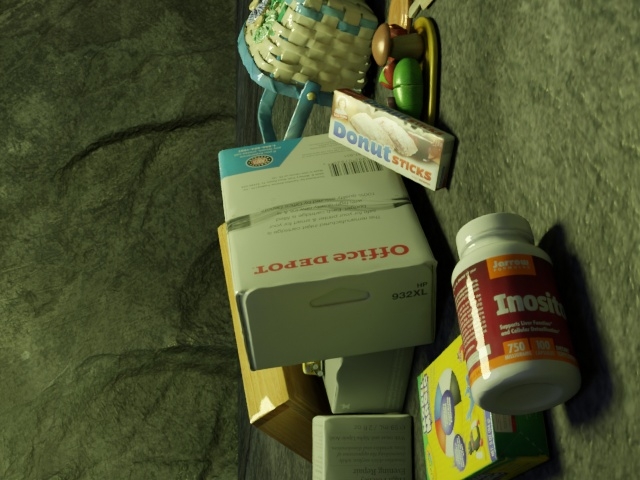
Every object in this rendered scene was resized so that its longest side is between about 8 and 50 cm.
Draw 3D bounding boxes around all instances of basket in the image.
[{"bbox_3d":[-0.035,-0.271,1.451,0.254,0.201,0.289,-107,32,-56],"label":"basket"}]

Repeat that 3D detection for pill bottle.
[{"bbox_3d":[0.153,0.057,0.751,0.086,0.086,0.152,108,160,-55],"label":"pill bottle"}]

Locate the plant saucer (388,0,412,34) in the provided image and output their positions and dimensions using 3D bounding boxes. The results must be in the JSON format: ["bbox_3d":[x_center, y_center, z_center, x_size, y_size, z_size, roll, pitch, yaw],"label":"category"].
[{"bbox_3d":[0.105,-0.300,1.235,0.083,0.013,0.083,-178,90,-78],"label":"plant saucer"}]

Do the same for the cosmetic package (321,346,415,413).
[{"bbox_3d":[0.048,0.114,1.248,0.238,0.107,0.127,-112,26,-58],"label":"cosmetic package"}]

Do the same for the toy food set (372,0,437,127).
[{"bbox_3d":[0.093,-0.205,1.134,0.128,0.071,0.217,-177,89,-79],"label":"toy food set"}]

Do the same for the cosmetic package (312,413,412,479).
[{"bbox_3d":[0.051,0.334,1.151,0.085,0.117,0.231,133,136,-75],"label":"cosmetic package"}]

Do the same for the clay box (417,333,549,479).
[{"bbox_3d":[0.142,0.168,0.878,0.222,0.053,0.127,116,154,-62],"label":"clay box"}]

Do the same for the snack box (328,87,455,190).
[{"bbox_3d":[0.080,-0.121,1.083,0.178,0.022,0.064,32,127,38],"label":"snack box"}]

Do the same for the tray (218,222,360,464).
[{"bbox_3d":[-0.046,0.145,1.425,0.076,0.203,0.411,-35,40,17],"label":"tray"}]

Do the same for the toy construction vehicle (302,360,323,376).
[{"bbox_3d":[-0.020,0.126,1.237,0.086,0.035,0.098,-147,56,-78],"label":"toy construction vehicle"}]

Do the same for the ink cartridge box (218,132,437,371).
[{"bbox_3d":[0.000,0.000,1.144,0.307,0.223,0.129,-104,7,-53],"label":"ink cartridge box"}]
